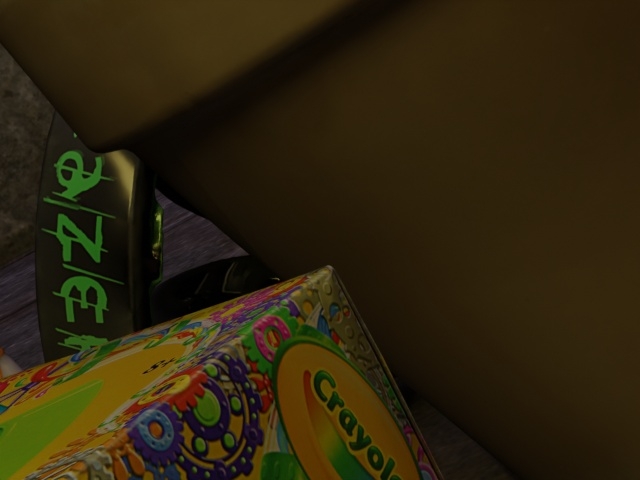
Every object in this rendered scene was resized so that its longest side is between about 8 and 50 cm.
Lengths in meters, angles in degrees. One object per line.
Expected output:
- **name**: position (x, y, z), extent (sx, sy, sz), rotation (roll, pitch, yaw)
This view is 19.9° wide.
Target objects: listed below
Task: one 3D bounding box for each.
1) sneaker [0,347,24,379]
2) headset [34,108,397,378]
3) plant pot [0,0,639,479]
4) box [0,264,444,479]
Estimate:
- **sneaker**: position (-0.276, 0.172, 0.981), extent (0.321, 0.127, 0.126), rotation (-32, 12, -14)
- **headset**: position (0.000, 0.000, 0.905), extent (0.185, 0.243, 0.394), rotation (2, 2, 19)
- **plant pot**: position (0.096, -0.061, 0.637), extent (0.323, 0.280, 0.323), rotation (-35, 10, 7)
- **box**: position (-0.132, 0.172, 0.423), extent (0.290, 0.177, 0.279), rotation (-20, 11, 38)
